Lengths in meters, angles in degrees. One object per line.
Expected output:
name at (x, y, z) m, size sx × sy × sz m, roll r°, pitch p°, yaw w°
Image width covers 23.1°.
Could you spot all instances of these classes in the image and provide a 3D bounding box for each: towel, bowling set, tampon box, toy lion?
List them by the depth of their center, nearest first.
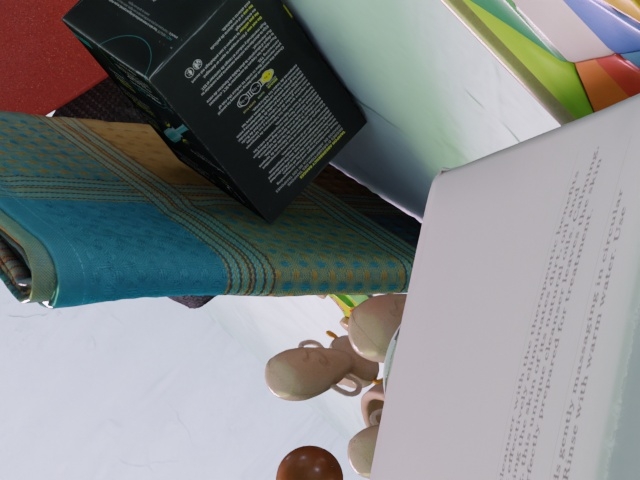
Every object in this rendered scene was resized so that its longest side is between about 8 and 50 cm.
tampon box at (-0.069, -0.113, 1.046) m, size 0.120 × 0.101 × 0.161 m, roll 35°, pitch 169°, yaw 43°
towel at (-0.096, -0.023, 1.101) m, size 0.370 × 0.040 × 0.271 m, roll 2°, pitch -156°, yaw -39°
bowling set at (0.043, 0.115, 1.255) m, size 0.287 × 0.200 × 0.154 m, roll 47°, pitch -153°, yaw 22°
toy lion at (0.045, 0.074, 1.640) m, size 0.096 × 0.034 × 0.100 m, roll 18°, pitch 153°, yaw 54°

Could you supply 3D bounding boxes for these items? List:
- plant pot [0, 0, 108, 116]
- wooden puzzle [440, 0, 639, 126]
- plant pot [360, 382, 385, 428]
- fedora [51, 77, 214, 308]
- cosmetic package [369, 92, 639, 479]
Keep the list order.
plant pot at (-0.342, -0.219, 1.314) m, size 0.267 × 0.236 × 0.267 m, roll 38°, pitch 169°, yaw 29°
wooden puzzle at (0.095, -0.100, 0.594) m, size 0.221 × 0.044 × 0.238 m, roll 45°, pitch 170°, yaw -8°
plant pot at (0.151, 0.195, 1.394) m, size 0.237 × 0.109 × 0.237 m, roll 45°, pitch 162°, yaw 19°
fedora at (-0.157, -0.052, 1.513) m, size 0.334 × 0.152 × 0.334 m, roll 44°, pitch 171°, yaw 9°
cosmetic package at (0.121, 0.066, 0.571) m, size 0.155 × 0.197 × 0.365 m, roll 12°, pitch 178°, yaw -4°
